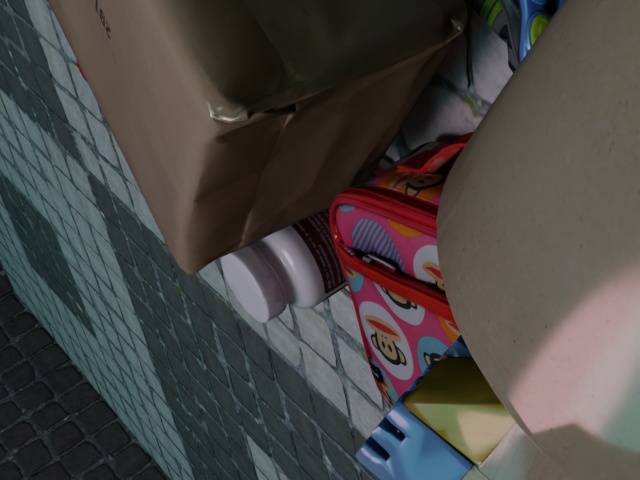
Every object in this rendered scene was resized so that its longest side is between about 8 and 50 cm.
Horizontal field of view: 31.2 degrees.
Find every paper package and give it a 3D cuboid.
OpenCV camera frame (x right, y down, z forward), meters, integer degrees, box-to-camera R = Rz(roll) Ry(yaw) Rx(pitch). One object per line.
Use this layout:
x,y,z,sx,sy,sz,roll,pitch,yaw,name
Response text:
-0.080,-0.180,0.764,0.325,0.168,0.309,62,162,12,paper package

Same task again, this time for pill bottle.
0.000,0.000,0.921,0.086,0.152,0.086,46,155,29,pill bottle

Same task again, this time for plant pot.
0.198,-0.067,0.336,0.256,0.256,0.274,47,139,27,plant pot

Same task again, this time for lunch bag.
0.135,0.050,0.761,0.293,0.120,0.258,25,137,51,lunch bag

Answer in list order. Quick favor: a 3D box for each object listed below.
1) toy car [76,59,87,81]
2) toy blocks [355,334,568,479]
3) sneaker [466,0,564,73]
-0.146,-0.170,1.031,0.182,0.136,0.159,38,150,41,toy car
0.145,0.128,0.571,0.261,0.191,0.381,40,128,11,toy blocks
0.114,-0.141,0.631,0.188,0.067,0.078,60,180,-10,sneaker
